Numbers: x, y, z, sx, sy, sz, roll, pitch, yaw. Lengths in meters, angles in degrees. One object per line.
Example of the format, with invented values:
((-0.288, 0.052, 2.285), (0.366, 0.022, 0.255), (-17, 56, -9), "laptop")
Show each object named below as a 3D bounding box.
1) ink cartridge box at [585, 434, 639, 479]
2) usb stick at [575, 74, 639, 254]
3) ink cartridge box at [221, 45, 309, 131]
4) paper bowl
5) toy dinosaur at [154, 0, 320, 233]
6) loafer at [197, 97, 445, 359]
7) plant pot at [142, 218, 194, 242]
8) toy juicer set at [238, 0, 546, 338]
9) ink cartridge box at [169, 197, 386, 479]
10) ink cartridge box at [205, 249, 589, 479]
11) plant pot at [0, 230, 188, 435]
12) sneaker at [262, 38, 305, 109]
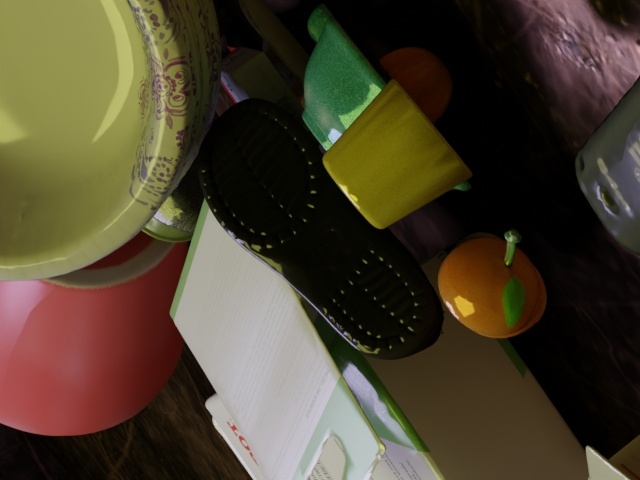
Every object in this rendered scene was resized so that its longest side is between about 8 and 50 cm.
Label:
((0.231, 0.194, 1.188), (0.104, 0.060, 0.180), (40, 156, 39), "ink cartridge box")
((0.186, -0.062, 0.888), (0.077, 0.045, 0.278), (51, 161, 8), "usb stick")
((-0.045, -0.101, 1.282), (0.063, 0.029, 0.115), (54, 173, -16), "ink cartridge box")
((-0.205, -0.127, 1.241), (0.284, 0.284, 0.148), (60, -159, -16), "paper bowl")
((-0.105, -0.077, 1.390), (0.313, 0.160, 0.121), (54, 161, 7), "toy dinosaur")
((0.000, 0.000, 1.180), (0.220, 0.080, 0.078), (52, -173, 28), "loafer")
((-0.122, -0.054, 1.615), (0.083, 0.083, 0.079), (50, 148, 15), "plant pot")
((0.064, -0.056, 1.160), (0.209, 0.089, 0.329), (48, -175, -26), "toy juicer set")
((-0.017, 0.083, 1.262), (0.235, 0.056, 0.171), (56, 147, 26), "ink cartridge box")
((0.052, 0.147, 1.400), (0.198, 0.114, 0.273), (55, 152, -1), "ink cartridge box")
((-0.238, 0.014, 1.755), (0.275, 0.275, 0.243), (50, 151, 14), "plant pot")
((-0.019, -0.121, 1.320), (0.083, 0.031, 0.037), (65, -171, -51), "sneaker")
